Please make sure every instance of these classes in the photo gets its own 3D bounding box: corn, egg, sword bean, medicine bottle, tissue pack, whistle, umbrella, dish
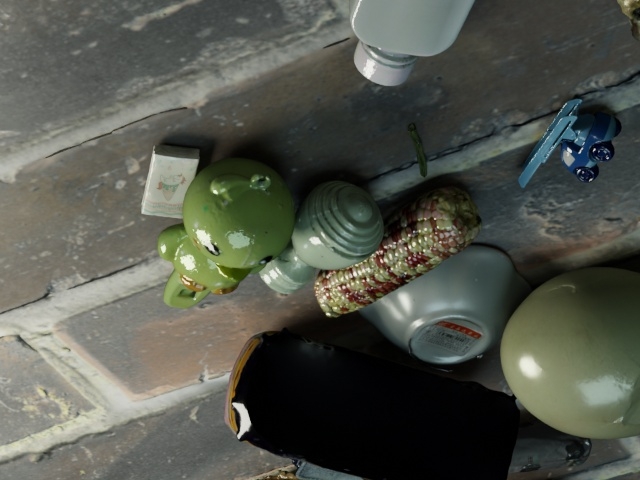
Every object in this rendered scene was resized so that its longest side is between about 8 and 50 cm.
[{"bbox_3d":[0.084,0.018,1.936,0.086,0.086,0.253,32,131,-34],"label":"corn"},{"bbox_3d":[0.358,0.141,1.993,0.269,0.219,0.219,-6,143,-24],"label":"egg"},{"bbox_3d":[0.115,-0.104,1.851,0.012,0.012,0.083,-11,138,9],"label":"sword bean"},{"bbox_3d":[0.092,-0.246,1.640,0.119,0.069,0.183,8,137,-14],"label":"medicine bottle"},{"bbox_3d":[-0.176,-0.068,1.864,0.056,0.023,0.108,5,139,-11],"label":"tissue pack"},{"bbox_3d":[-0.118,0.015,1.873,0.141,0.141,0.294,12,133,-17],"label":"whistle"},{"bbox_3d":[0.219,0.302,2.253,0.337,0.073,0.067,-5,121,-11],"label":"umbrella"},{"bbox_3d":[0.164,0.103,2.043,0.229,0.081,0.229,-2,139,-1],"label":"dish"}]

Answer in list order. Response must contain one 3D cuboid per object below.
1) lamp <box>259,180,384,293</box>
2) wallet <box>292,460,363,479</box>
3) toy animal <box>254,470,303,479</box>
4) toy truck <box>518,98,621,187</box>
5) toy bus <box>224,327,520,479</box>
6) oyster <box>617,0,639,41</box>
[{"bbox_3d":[0.000,0.000,1.906,0.106,0.106,0.193,20,145,-24],"label":"lamp"},{"bbox_3d":[0.069,0.286,2.283,0.167,0.036,0.222,12,137,-17],"label":"wallet"},{"bbox_3d":[0.013,0.410,2.415,0.275,0.054,0.149,16,138,-22],"label":"toy animal"},{"bbox_3d":[0.288,-0.099,1.834,0.074,0.063,0.136,26,136,-3],"label":"toy truck"},{"bbox_3d":[0.052,0.234,2.087,0.386,0.171,0.162,18,170,-18],"label":"toy bus"},{"bbox_3d":[0.428,-0.246,1.647,0.214,0.083,0.223,-3,169,30],"label":"oyster"}]
